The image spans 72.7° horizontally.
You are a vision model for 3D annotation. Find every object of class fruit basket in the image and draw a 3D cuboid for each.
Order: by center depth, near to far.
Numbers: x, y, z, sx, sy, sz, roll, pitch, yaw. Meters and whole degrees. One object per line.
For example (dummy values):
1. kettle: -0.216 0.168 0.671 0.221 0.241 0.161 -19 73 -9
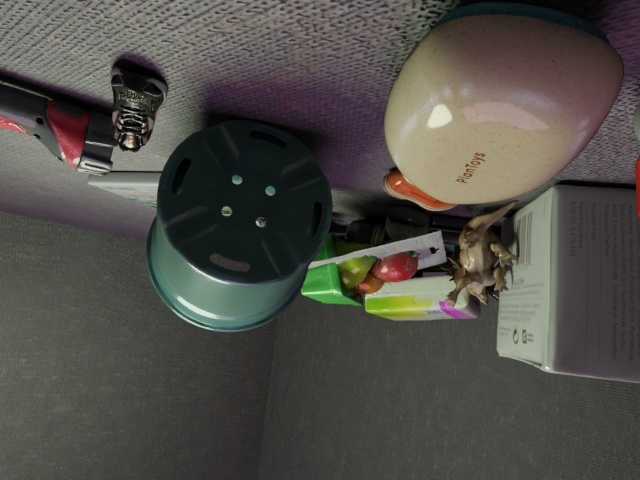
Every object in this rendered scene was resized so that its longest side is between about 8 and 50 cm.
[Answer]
1. fruit basket: 0.131 0.051 1.088 0.352 0.166 0.327 -20 160 13

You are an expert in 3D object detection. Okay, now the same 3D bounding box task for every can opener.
1. can opener: 0.298 -0.029 1.087 0.279 0.074 0.093 8 173 -7

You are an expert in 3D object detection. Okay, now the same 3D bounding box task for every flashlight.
1. flashlight: -0.462 -0.179 0.631 0.303 0.103 0.103 11 174 -33

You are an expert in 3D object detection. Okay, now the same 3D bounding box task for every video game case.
1. video game case: -0.380 -0.121 1.166 0.328 0.036 0.300 3 171 20

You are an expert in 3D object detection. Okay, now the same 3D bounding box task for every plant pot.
1. plant pot: -0.146 -0.020 0.770 0.340 0.342 0.334 9 164 -13

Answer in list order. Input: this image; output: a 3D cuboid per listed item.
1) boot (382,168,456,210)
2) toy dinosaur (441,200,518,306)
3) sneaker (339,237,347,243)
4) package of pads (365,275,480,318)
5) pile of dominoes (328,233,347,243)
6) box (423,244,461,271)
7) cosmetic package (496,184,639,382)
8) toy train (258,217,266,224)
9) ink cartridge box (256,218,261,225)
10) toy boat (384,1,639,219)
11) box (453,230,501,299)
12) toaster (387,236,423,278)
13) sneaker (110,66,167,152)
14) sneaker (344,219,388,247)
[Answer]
1. boot: 0.201 -0.097 0.790 0.157 0.059 0.084 11 166 -17
2. toy dinosaur: 0.360 0.031 1.007 0.126 0.296 0.200 8 -157 9
3. sneaker: 0.109 0.020 1.600 0.232 0.091 0.081 28 -171 42
4. package of pads: 0.309 0.176 1.294 0.296 0.101 0.229 -7 161 28
5. pile of dominoes: 0.002 -0.009 1.321 0.195 0.040 0.251 30 178 15
6. box: 0.364 0.045 1.395 0.036 0.114 0.207 12 170 -27
7. cosmetic package: 0.593 0.098 0.849 0.392 0.328 0.329 4 171 9
8. toy train: -0.167 -0.062 1.420 0.036 0.027 0.158 -5 170 6
9. ink cartridge box: -0.218 -0.068 1.403 0.048 0.028 0.083 7 172 -2
10. toy boat: 0.224 -0.116 0.434 0.317 0.148 0.267 14 167 1
11. box: 0.504 0.082 1.240 0.165 0.143 0.270 38 -173 26
12. toaster: 0.255 0.059 1.395 0.110 0.168 0.185 7 171 -11
13. sneaker: -0.254 -0.169 0.602 0.071 0.077 0.178 8 171 -18
14. sneaker: 0.137 -0.010 1.329 0.121 0.111 0.300 21 169 5
